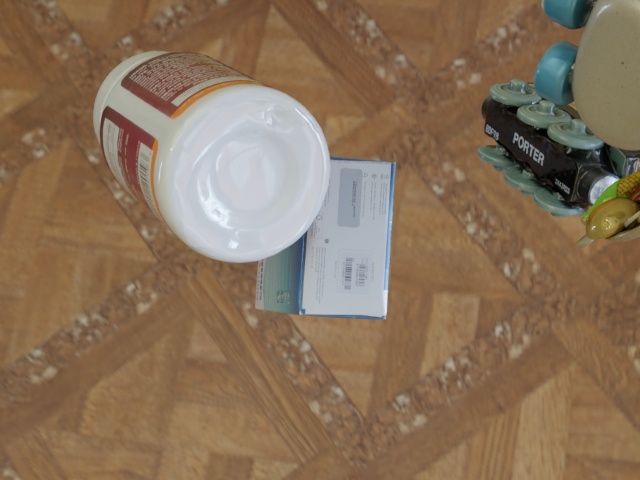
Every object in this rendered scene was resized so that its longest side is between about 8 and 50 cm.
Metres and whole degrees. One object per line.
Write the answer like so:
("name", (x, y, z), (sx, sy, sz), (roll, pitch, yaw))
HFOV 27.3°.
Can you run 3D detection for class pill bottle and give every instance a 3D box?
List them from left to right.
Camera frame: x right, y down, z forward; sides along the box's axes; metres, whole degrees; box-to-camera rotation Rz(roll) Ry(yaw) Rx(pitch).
("pill bottle", (-0.162, -0.128, 1.745), (0.224, 0.224, 0.392), (-39, 28, -8))

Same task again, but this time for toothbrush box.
("toothbrush box", (0.000, 0.000, 1.873), (0.126, 0.295, 0.216), (4, 87, -15))

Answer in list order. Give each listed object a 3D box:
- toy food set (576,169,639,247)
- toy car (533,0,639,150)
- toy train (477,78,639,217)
("toy food set", (0.307, -0.044, 1.240), (0.132, 0.192, 0.038), (-41, 97, -9))
("toy car", (0.407, -0.235, 1.511), (0.219, 0.210, 0.238), (34, 54, 31))
("toy train", (0.355, -0.130, 1.853), (0.190, 0.142, 0.334), (-1, 25, -21))
